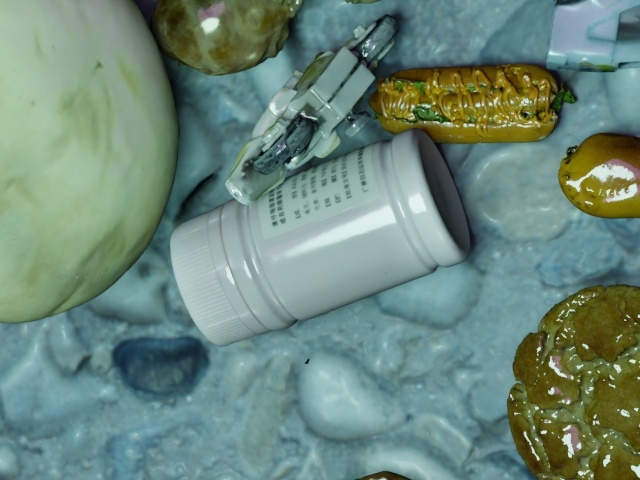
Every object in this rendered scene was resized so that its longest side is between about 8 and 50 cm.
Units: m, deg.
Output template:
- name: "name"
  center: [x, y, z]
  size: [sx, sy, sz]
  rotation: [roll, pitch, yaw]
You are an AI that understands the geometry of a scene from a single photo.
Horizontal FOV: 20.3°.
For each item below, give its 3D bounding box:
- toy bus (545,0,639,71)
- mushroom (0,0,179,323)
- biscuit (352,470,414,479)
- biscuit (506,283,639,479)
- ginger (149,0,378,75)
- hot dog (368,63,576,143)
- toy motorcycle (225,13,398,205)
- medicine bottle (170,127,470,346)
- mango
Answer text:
- name: "toy bus"
  center: [0.275, -0.307, 1.561]
  size: [0.135, 0.109, 0.330]
  rotation: [9, 93, 6]
- name: "mushroom"
  center: [-0.298, -0.091, 1.569]
  size: [0.353, 0.353, 0.325]
  rotation: [-38, 59, 13]
- name: "biscuit"
  center: [0.056, 0.391, 1.638]
  size: [0.359, 0.046, 0.359]
  rotation: [0, 90, 11]
- name: "biscuit"
  center: [0.261, 0.145, 1.559]
  size: [0.225, 0.042, 0.226]
  rotation: [6, 101, 34]
- name: "ginger"
  center: [-0.045, -0.341, 1.623]
  size: [0.256, 0.176, 0.375]
  rotation: [-2, 89, 33]
- name: "hot dog"
  center: [0.135, -0.124, 1.623]
  size: [0.188, 0.055, 0.072]
  rotation: [0, 88, 18]
- name: "toy motorcycle"
  center: [-0.011, -0.116, 1.615]
  size: [0.074, 0.229, 0.151]
  rotation: [43, 142, -10]
- name: "medicine bottle"
  center: [0.000, 0.000, 1.624]
  size: [0.249, 0.133, 0.133]
  rotation: [-22, 83, 15]
- name: "mango"
  center: [0.274, -0.054, 1.577]
  size: [0.127, 0.063, 0.077]
  rotation: [12, 88, 11]
